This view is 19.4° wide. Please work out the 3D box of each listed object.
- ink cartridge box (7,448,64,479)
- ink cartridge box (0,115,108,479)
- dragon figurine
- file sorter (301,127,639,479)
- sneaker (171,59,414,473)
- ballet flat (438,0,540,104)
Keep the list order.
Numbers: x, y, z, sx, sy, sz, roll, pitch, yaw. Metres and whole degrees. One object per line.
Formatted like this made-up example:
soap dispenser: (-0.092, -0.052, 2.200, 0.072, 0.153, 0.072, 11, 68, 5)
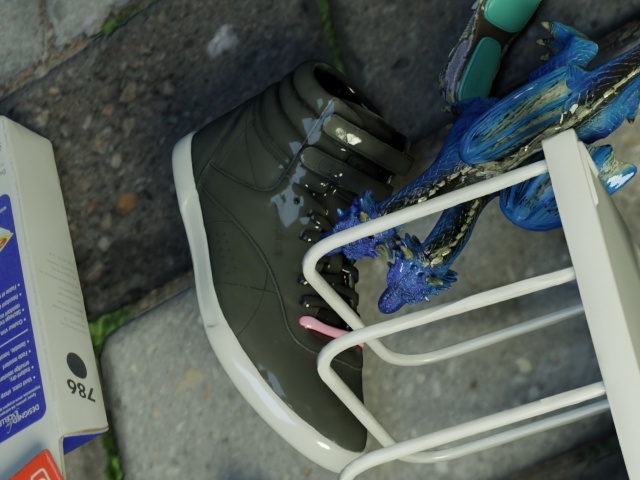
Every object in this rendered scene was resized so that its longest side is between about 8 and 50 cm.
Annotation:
ink cartridge box: (-0.219, 0.313, 1.222, 0.239, 0.060, 0.275, -41, 65, 22)
ink cartridge box: (-0.251, 0.084, 1.387, 0.165, 0.065, 0.333, -31, 54, 24)
dragon figurine: (0.131, -0.061, 1.092, 0.289, 0.085, 0.144, -32, 15, 24)
file sorter: (0.109, 0.125, 0.980, 0.173, 0.193, 0.278, -18, 60, 14)
sneaker: (0.000, 0.000, 1.200, 0.147, 0.104, 0.296, -40, 47, 24)
ballet flat: (0.108, -0.138, 1.223, 0.041, 0.041, 0.114, 26, 87, 41)
